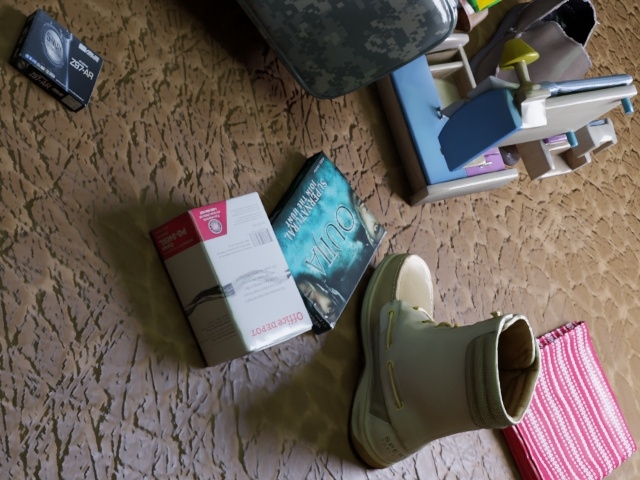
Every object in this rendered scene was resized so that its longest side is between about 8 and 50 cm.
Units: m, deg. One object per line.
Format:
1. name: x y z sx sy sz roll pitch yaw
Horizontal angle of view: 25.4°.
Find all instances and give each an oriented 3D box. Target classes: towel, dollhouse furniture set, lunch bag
1. towel: 0.308 0.220 1.796 0.275 0.031 0.198 -19 85 -53
2. dollhouse furniture set: 0.243 -0.197 1.678 0.286 0.303 0.198 -12 79 -29
3. lunch bag: 0.001 -0.347 1.587 0.305 0.213 0.256 51 20 -37

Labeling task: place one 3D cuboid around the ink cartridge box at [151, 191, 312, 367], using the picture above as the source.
1. ink cartridge box: -0.086 0.039 1.400 0.109 0.063 0.150 -18 84 -53

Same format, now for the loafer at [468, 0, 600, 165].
1. loafer: 0.299 -0.247 1.970 0.134 0.130 0.366 47 40 -21

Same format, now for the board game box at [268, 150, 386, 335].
1. board game box: 0.000 0.000 1.556 0.126 0.026 0.186 51 39 -17

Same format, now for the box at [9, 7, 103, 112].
1. box: -0.252 -0.172 1.360 0.083 0.018 0.067 39 44 -29

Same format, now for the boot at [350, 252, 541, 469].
1. boot: 0.137 0.103 1.512 0.095 0.203 0.262 39 45 -31

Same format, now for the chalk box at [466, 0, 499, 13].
1. chalk box: 0.170 -0.389 1.603 0.213 0.132 0.132 60 1 38

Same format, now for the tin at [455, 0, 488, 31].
1. tin: 0.154 -0.324 1.823 0.106 0.040 0.190 50 -4 -23
